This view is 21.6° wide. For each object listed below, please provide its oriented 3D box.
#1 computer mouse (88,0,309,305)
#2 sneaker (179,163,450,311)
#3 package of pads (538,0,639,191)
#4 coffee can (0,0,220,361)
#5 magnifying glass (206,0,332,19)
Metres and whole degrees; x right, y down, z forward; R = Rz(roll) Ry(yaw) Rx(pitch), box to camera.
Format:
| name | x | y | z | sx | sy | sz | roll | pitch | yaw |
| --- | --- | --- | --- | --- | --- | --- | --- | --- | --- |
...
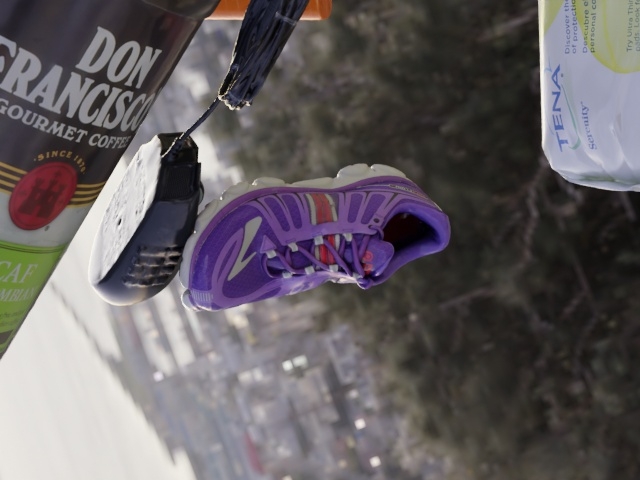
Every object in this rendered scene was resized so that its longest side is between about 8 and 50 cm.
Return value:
| name | x | y | z | sx | sy | sz | roll | pitch | yaw |
| --- | --- | --- | --- | --- | --- | --- | --- | --- | --- |
| computer mouse | -0.058 | -0.051 | 0.884 | 0.242 | 0.041 | 0.071 | -53 | 28 | 36 |
| sneaker | 0.000 | 0.000 | 0.921 | 0.071 | 0.170 | 0.068 | 33 | 132 | 46 |
| package of pads | 0.193 | -0.172 | 0.725 | 0.101 | 0.229 | 0.297 | 4 | 99 | 47 |
| coffee can | -0.205 | -0.063 | 0.869 | 0.275 | 0.201 | 0.201 | -58 | 35 | 13 |
| magnifying glass | -0.101 | -0.159 | 1.097 | 0.231 | 0.026 | 0.092 | 5 | 113 | 26 |
